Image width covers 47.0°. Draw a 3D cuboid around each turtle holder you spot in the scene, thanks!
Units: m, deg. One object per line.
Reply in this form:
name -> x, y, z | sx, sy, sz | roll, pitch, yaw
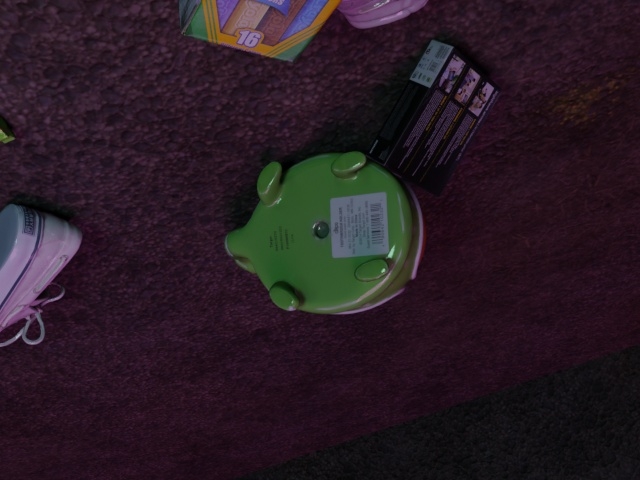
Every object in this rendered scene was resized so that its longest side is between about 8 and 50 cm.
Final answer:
turtle holder -> 0.013, 0.012, 1.129 | 0.320, 0.243, 0.227 | -37, 159, 18

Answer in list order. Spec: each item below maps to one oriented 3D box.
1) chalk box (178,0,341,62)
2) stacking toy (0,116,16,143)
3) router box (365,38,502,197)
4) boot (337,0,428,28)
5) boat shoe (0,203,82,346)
chalk box -> -0.038, -0.294, 0.696 | 0.132, 0.132, 0.213 | 7, 153, -30
stacking toy -> -0.498, -0.143, 0.857 | 0.167, 0.052, 0.221 | -21, 148, 11
router box -> 0.157, -0.162, 1.008 | 0.133, 0.046, 0.179 | 24, 99, -44
boot -> 0.120, -0.327, 0.795 | 0.258, 0.095, 0.123 | -26, 165, 14
boat shoe -> -0.483, 0.086, 1.166 | 0.156, 0.136, 0.367 | 15, 128, -43
